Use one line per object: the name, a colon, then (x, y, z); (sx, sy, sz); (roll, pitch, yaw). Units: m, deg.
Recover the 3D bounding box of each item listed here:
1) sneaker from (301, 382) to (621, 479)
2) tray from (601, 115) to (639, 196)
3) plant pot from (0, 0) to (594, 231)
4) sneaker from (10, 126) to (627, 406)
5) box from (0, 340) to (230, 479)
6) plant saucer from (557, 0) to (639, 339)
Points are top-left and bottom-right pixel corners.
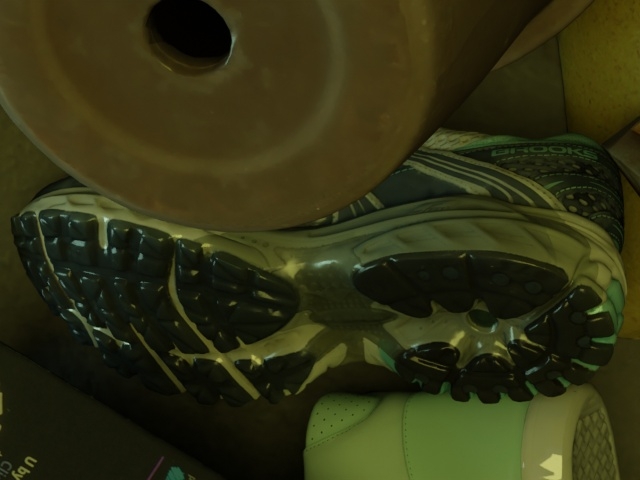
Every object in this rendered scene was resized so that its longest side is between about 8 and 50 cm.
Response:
sneaker: (0.069, 0.172, 0.693); (0.151, 0.094, 0.256); (1, 117, 28)
tray: (0.294, -0.116, 0.482); (0.411, 0.203, 0.076); (-36, 97, 8)
plant pot: (-0.011, -0.124, 0.519); (0.263, 0.229, 0.263); (8, 130, 10)
sneaker: (0.000, 0.000, 0.658); (0.283, 0.122, 0.110); (4, 133, 21)
box: (-0.083, 0.179, 0.615); (0.270, 0.165, 0.143); (30, 60, 4)
plant saucer: (0.266, -0.129, 0.626); (0.333, 0.081, 0.333); (-8, 99, 5)
